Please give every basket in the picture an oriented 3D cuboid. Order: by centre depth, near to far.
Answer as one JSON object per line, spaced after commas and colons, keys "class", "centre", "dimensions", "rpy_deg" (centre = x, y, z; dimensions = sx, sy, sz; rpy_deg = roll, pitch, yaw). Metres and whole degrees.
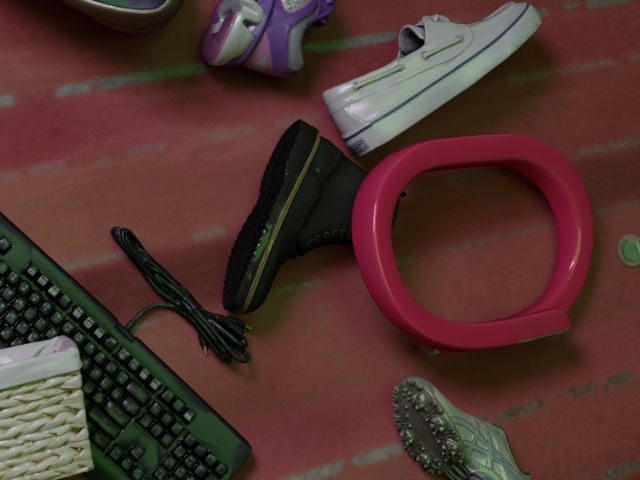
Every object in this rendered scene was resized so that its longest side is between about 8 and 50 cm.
{"class": "basket", "centre": [-0.270, 0.147, 1.025], "dimensions": [0.167, 0.113, 0.103], "rpy_deg": [-11, 95, -15]}

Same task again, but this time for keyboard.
{"class": "keyboard", "centre": [-0.183, 0.091, 1.128], "dimensions": [0.317, 0.033, 0.201], "rpy_deg": [44, 67, -9]}

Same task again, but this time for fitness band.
{"class": "fitness band", "centre": [0.157, 0.001, 1.249], "dimensions": [0.290, 0.054, 0.209], "rpy_deg": [-6, 84, -34]}

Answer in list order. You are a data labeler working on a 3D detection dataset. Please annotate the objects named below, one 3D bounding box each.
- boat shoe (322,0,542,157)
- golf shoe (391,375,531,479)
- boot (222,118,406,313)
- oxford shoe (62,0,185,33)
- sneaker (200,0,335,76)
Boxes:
{"class": "boat shoe", "centre": [0.114, -0.184, 1.271], "dimensions": [0.258, 0.095, 0.084], "rpy_deg": [-37, 98, -25]}
{"class": "golf shoe", "centre": [0.138, 0.194, 1.229], "dimensions": [0.176, 0.069, 0.086], "rpy_deg": [56, 46, -6]}
{"class": "boot", "centre": [0.000, 0.000, 1.201], "dimensions": [0.137, 0.077, 0.198], "rpy_deg": [30, 71, -19]}
{"class": "oxford shoe", "centre": [-0.283, -0.313, 1.092], "dimensions": [0.397, 0.146, 0.141], "rpy_deg": [27, 96, -14]}
{"class": "sneaker", "centre": [-0.030, -0.258, 1.237], "dimensions": [0.104, 0.095, 0.237], "rpy_deg": [25, 75, -23]}
